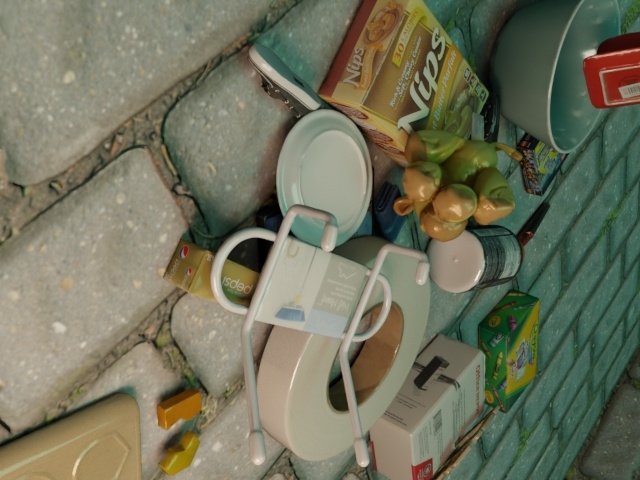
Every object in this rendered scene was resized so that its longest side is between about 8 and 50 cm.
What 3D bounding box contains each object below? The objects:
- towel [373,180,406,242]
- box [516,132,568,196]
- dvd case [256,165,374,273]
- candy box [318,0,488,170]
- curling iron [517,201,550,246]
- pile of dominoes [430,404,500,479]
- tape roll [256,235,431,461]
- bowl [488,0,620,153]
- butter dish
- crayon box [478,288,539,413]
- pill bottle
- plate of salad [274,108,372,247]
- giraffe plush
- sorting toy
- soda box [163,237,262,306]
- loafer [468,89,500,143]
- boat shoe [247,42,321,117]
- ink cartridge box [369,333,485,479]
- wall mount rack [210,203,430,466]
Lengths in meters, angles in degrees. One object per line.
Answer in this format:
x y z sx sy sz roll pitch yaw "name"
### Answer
0.117 -0.046 1.187 0.067 0.029 0.119 -62 156 -18 "towel"
0.542 -0.241 1.634 0.233 0.044 0.159 -53 141 -21 "box"
0.000 0.000 1.084 0.253 0.022 0.180 -27 126 -42 "dvd case"
0.143 -0.230 1.096 0.316 0.088 0.182 29 85 -54 "candy box"
0.495 -0.016 1.692 0.274 0.035 0.068 -39 134 -34 "curling iron"
0.282 0.471 1.554 0.196 0.040 0.251 -35 161 -45 "pile of dominoes"
0.053 0.182 1.176 0.392 0.072 0.392 -31 134 -39 "tape roll"
0.440 -0.337 1.359 0.312 0.163 0.311 -26 126 -43 "bowl"
0.580 -0.335 1.303 0.160 0.160 0.118 47 46 -50 "butter dish"
0.481 0.284 1.783 0.165 0.081 0.278 -39 134 -34 "crayon box"
0.329 0.033 1.427 0.246 0.130 0.130 -3 109 -51 "pill bottle"
0.004 -0.087 1.005 0.200 0.048 0.199 -8 101 -46 "plate of salad"
0.196 -0.074 1.087 0.210 0.181 0.170 -57 174 -40 "giraffe plush"
-0.278 0.308 0.873 0.307 0.041 0.229 -20 117 -46 "sorting toy"
-0.112 0.059 0.918 0.181 0.061 0.058 28 85 -46 "soda box"
0.297 -0.178 1.335 0.078 0.076 0.223 -21 128 -51 "loafer"
-0.052 -0.200 0.902 0.040 0.049 0.142 -34 145 19 "boat shoe"
0.230 0.359 1.473 0.273 0.114 0.197 -37 134 -34 "ink cartridge box"
0.006 0.126 0.917 0.350 0.130 0.304 21 89 -45 "wall mount rack"
